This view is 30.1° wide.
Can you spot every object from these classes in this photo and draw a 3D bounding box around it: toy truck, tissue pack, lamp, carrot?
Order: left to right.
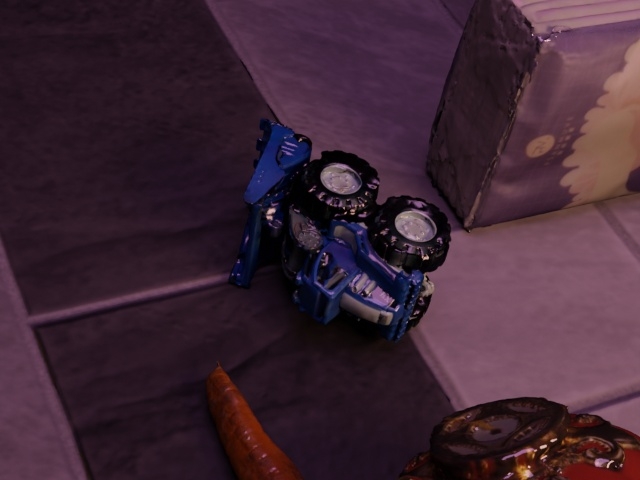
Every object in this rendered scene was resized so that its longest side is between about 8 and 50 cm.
[{"bbox_3d":[-0.042,0.179,0.894,0.057,0.057,0.224,-15,49,-25],"label":"carrot"},{"bbox_3d":[0.000,0.000,1.029,0.208,0.113,0.126,35,50,20],"label":"toy truck"},{"bbox_3d":[0.143,0.216,0.798,0.227,0.227,0.227,7,46,-7],"label":"lamp"},{"bbox_3d":[0.292,-0.151,1.151,0.343,0.242,0.125,-11,50,-23],"label":"tissue pack"}]
